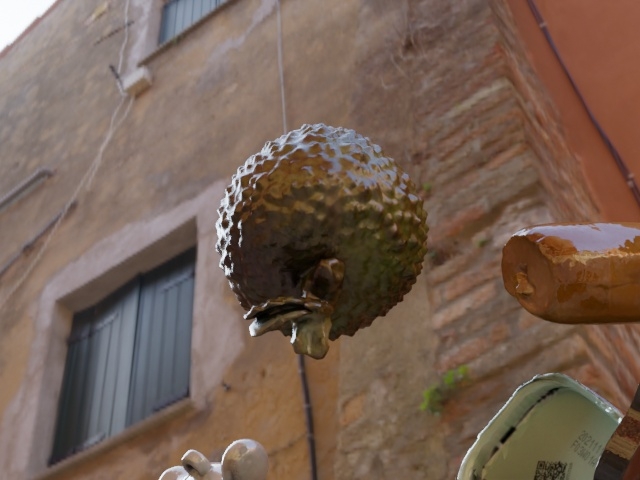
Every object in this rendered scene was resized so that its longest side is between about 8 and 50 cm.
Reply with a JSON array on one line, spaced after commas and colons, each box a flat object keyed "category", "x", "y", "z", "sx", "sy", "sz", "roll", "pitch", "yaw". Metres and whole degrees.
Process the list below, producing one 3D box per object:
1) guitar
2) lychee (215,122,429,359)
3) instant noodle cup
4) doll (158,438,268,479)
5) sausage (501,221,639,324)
[{"category": "guitar", "x": 0.277, "y": 0.096, "z": 0.727, "sx": 0.088, "sy": 0.025, "sz": 0.233, "roll": 24, "pitch": -89, "yaw": -54}, {"category": "lychee", "x": -0.001, "y": -0.007, "z": 1.120, "sx": 0.270, "sy": 0.320, "sz": 0.269, "roll": -8, "pitch": -66, "yaw": -18}, {"category": "instant noodle cup", "x": 0.338, "y": 0.324, "z": 1.080, "sx": 0.294, "sy": 0.293, "sz": 0.308, "roll": -37, "pitch": -60, "yaw": 26}, {"category": "doll", "x": -0.094, "y": 0.473, "z": 1.481, "sx": 0.187, "sy": 0.376, "sz": 0.365, "roll": -38, "pitch": -88, "yaw": -14}, {"category": "sausage", "x": 0.339, "y": 0.031, "z": 0.951, "sx": 0.329, "sy": 0.112, "sz": 0.112, "roll": 0, "pitch": -46, "yaw": -24}]
